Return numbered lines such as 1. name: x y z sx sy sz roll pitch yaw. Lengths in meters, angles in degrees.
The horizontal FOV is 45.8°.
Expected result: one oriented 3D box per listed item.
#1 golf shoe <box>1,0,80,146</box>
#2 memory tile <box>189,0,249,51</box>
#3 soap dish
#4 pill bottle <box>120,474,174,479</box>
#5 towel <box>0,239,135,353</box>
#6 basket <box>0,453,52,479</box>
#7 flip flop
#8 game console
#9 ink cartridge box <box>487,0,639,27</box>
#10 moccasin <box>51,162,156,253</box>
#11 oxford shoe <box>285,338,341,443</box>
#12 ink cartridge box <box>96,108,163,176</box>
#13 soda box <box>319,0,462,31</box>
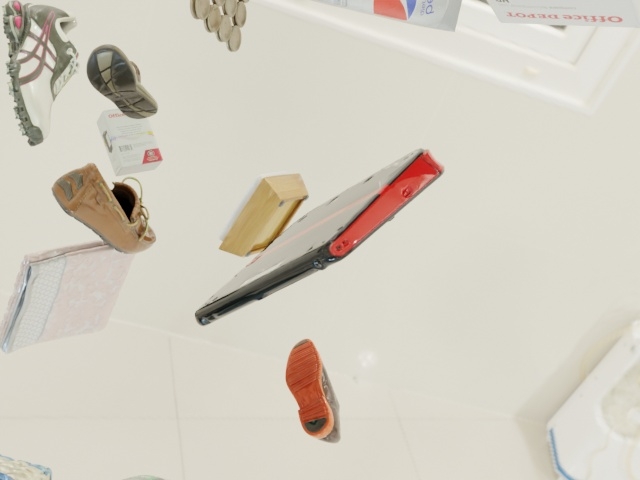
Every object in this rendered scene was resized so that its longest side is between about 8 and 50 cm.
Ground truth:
1. golf shoe: -0.461 -0.286 1.264 0.120 0.105 0.272 -5 69 -17
2. memory tile: -0.133 -0.329 1.028 0.012 0.113 0.148 9 -5 17
3. soap dish: -0.178 -0.081 2.437 0.118 0.290 0.229 41 23 15
4. pill bottle: -0.334 0.524 1.330 0.204 0.361 0.204 -1 78 4
5. towel: -0.638 0.138 1.930 0.317 0.331 0.053 -13 52 -49
6. basket: -0.593 0.463 1.244 0.255 0.201 0.289 12 2 13
7. flip flop: -0.466 -0.382 1.801 0.112 0.277 0.080 -9 70 10
8. game console: 0.000 0.000 1.231 0.060 0.387 0.342 53 47 -8
9. ink cartridge box: 0.398 -0.532 1.294 0.286 0.166 0.395 14 -7 34
10. moccasin: -0.476 -0.077 1.778 0.147 0.380 0.139 -38 62 -3
11. oxford shoe: -0.013 0.355 1.782 0.098 0.097 0.271 47 22 -44
12. ink cartridge box: -0.543 -0.284 2.155 0.128 0.072 0.175 -16 80 -34
13. soda box: 0.074 -0.363 1.059 0.286 0.091 0.098 -2 21 -41
